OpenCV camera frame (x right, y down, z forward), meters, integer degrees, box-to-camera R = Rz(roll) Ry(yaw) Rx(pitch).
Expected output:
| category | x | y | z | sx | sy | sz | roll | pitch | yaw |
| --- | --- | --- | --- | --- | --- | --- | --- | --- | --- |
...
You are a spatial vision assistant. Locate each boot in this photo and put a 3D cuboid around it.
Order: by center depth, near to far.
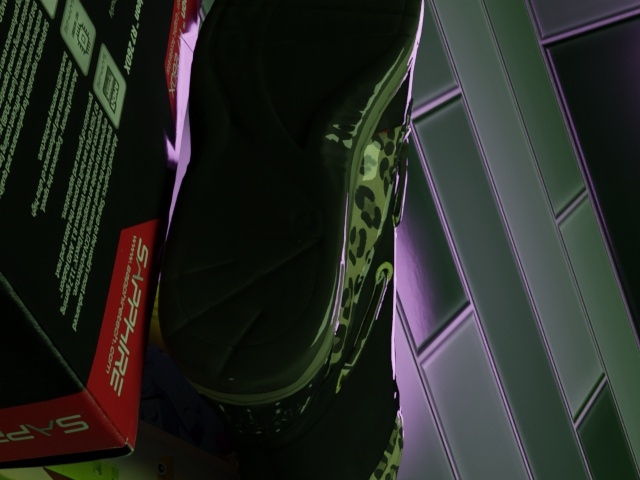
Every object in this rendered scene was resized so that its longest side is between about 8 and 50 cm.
| category | x | y | z | sx | sy | sz | roll | pitch | yaw |
| --- | --- | --- | --- | --- | --- | --- | --- | --- | --- |
| boot | -0.002 | 0.001 | 0.735 | 0.178 | 0.085 | 0.236 | 78 | 21 | -52 |

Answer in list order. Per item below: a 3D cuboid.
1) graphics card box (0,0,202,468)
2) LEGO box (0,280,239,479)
| category | x | y | z | sx | sy | sz | roll | pitch | yaw |
| --- | --- | --- | --- | --- | --- | --- | --- | --- | --- |
| graphics card box | -0.151 | -0.119 | 0.549 | 0.371 | 0.094 | 0.232 | 64 | 25 | -49 |
| LEGO box | -0.209 | 0.171 | 0.658 | 0.500 | 0.193 | 0.372 | 24 | 52 | -45 |
